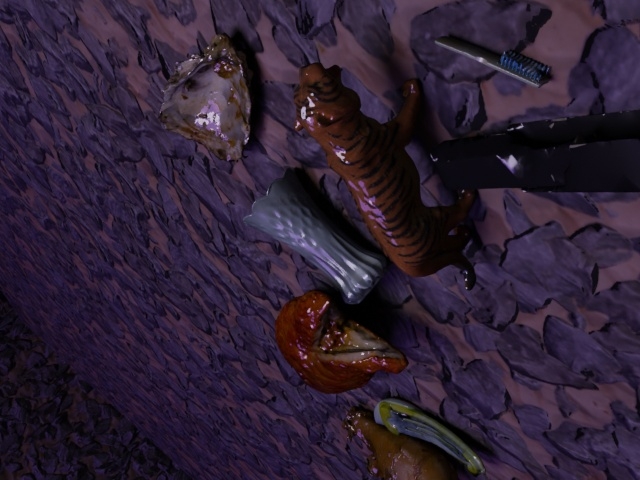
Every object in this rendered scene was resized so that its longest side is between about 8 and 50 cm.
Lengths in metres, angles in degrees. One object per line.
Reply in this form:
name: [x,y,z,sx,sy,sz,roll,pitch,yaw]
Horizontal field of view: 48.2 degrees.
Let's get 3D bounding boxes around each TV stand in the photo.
TV stand: [0.173,-0.056,0.465,0.249,0.042,0.036,4,132,53]

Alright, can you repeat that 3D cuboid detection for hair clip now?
hair clip: [0.136,0.244,0.913,0.188,0.033,0.060,18,139,47]

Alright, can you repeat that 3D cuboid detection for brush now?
brush: [0.116,-0.125,0.483,0.084,0.016,0.013,31,136,27]

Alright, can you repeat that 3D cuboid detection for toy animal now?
toy animal: [0.061,-0.045,0.574,0.057,0.099,0.241,1,127,55]

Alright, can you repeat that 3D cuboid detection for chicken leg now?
chicken leg: [0.108,0.302,0.989,0.207,0.085,0.101,31,163,46]

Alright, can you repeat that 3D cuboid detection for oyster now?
oyster: [-0.113,-0.147,0.735,0.105,0.056,0.177,29,150,9]

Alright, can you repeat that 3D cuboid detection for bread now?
bread: [0.009,0.124,0.832,0.139,0.095,0.269,35,168,2]

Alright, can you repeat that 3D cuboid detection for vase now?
vase: [0.000,0.000,0.749,0.149,0.081,0.081,40,152,5]
